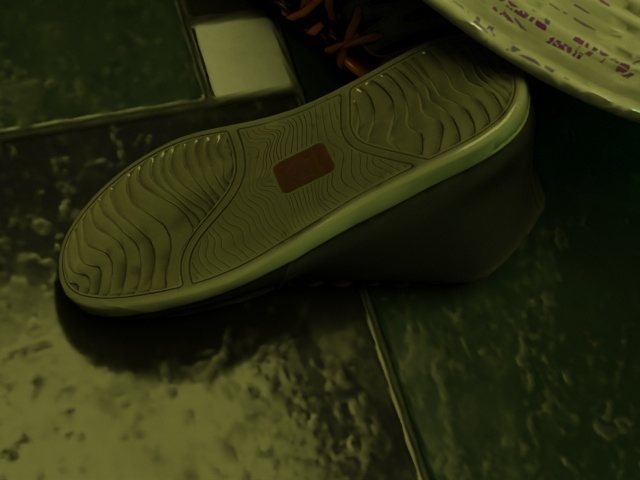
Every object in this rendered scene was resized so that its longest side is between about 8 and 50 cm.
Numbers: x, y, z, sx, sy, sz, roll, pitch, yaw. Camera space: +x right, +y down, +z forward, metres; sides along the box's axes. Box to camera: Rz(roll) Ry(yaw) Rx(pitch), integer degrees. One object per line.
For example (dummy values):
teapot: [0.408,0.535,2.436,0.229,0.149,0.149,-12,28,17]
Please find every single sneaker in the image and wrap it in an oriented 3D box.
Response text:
sneaker: [0.019,-0.127,0.622,0.215,0.084,0.083,20,70,-8]
sneaker: [0.000,0.000,0.570,0.222,0.118,0.083,-21,56,7]

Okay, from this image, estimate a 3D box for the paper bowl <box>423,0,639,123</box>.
paper bowl: [0.128,-0.195,0.576,0.284,0.148,0.284,23,35,-17]
